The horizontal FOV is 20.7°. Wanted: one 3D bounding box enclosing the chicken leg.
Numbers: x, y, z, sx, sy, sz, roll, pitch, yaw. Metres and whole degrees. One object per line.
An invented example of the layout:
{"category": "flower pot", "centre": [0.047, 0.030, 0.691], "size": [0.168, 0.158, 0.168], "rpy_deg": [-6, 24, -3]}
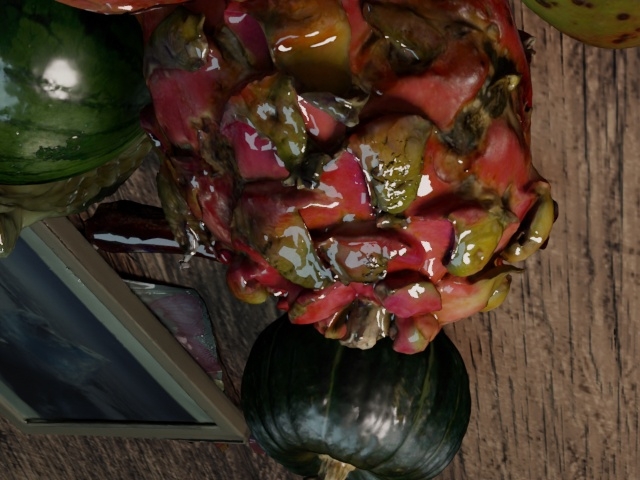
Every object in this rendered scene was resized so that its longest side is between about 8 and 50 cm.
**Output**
{"category": "chicken leg", "centre": [0.000, 0.000, 1.406], "size": [0.407, 0.096, 0.158], "rpy_deg": [-1, 158, 28]}

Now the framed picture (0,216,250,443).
{"category": "framed picture", "centre": [-0.309, 0.084, 1.818], "size": [0.326, 0.028, 0.446], "rpy_deg": [-3, 142, 33]}

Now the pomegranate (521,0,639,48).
{"category": "pomegranate", "centre": [0.154, -0.196, 0.974], "size": [0.205, 0.159, 0.159], "rpy_deg": [43, 158, 23]}

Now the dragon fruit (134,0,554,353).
{"category": "dragon fruit", "centre": [0.029, -0.074, 1.109], "size": [0.291, 0.269, 0.250], "rpy_deg": [58, 152, -3]}

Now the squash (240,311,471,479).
{"category": "squash", "centre": [0.032, 0.142, 1.578], "size": [0.218, 0.172, 0.218], "rpy_deg": [-8, 156, -4]}

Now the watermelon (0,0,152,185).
{"category": "watermelon", "centre": [-0.212, -0.155, 1.210], "size": [0.242, 0.242, 0.242], "rpy_deg": [19, 151, 11]}

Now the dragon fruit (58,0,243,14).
{"category": "dragon fruit", "centre": [-0.058, -0.256, 0.884], "size": [0.301, 0.296, 0.295], "rpy_deg": [-27, 124, 38]}

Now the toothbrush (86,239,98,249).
{"category": "toothbrush", "centre": [-0.250, 0.024, 1.751], "size": [0.022, 0.017, 0.204], "rpy_deg": [-2, 162, -26]}

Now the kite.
{"category": "kite", "centre": [-0.159, 0.142, 1.870], "size": [0.204, 0.022, 0.360], "rpy_deg": [0, 145, 27]}

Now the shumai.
{"category": "shumai", "centre": [-0.259, -0.061, 1.431], "size": [0.189, 0.218, 0.256], "rpy_deg": [41, 145, -16]}
